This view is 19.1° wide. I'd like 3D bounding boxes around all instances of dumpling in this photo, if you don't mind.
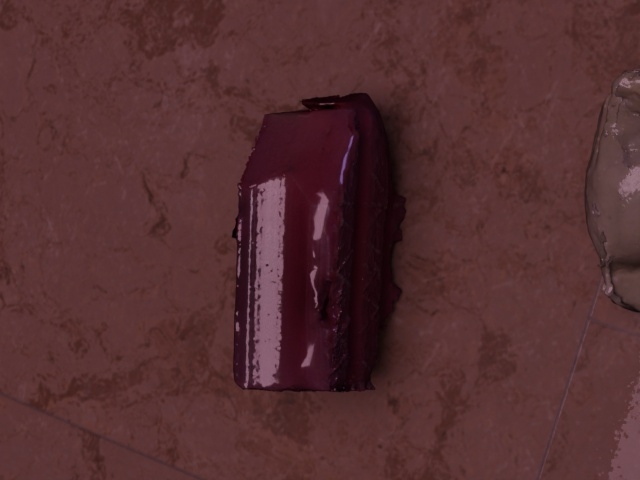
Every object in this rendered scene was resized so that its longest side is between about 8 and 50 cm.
[{"bbox_3d":[0.350,-0.050,1.918,0.172,0.142,0.247,0,104,-5],"label":"dumpling"}]

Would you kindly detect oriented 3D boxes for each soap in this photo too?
[{"bbox_3d":[0.000,0.000,2.027,0.127,0.220,0.325,5,91,21],"label":"soap"}]
